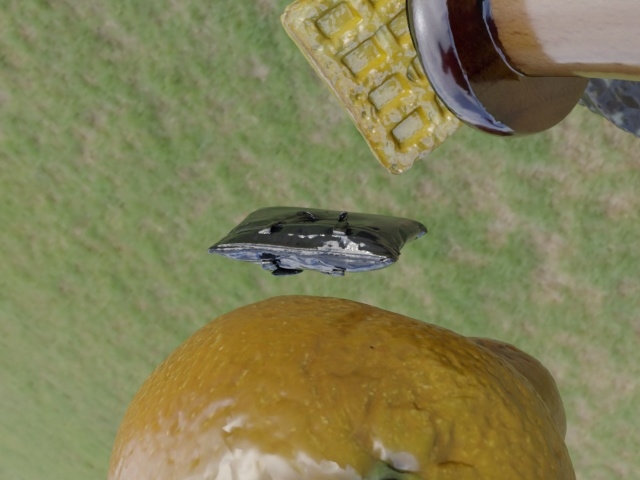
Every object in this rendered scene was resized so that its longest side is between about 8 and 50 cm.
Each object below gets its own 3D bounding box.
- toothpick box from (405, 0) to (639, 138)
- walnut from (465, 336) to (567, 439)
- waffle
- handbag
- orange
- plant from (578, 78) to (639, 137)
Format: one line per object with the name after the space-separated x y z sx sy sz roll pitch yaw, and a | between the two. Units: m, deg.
0.191 -0.160 0.678 0.294 0.192 0.192 7 144 47 | toothpick box
0.162 0.203 1.169 0.203 0.203 0.298 28 -165 17 | walnut
0.083 -0.236 1.387 0.274 0.168 0.057 53 175 -22 | waffle
0.000 0.000 1.409 0.254 0.088 0.211 3 -169 15 | handbag
0.011 0.146 0.562 0.264 0.264 0.264 29 155 15 | orange
0.362 -0.220 1.123 0.215 0.213 0.312 18 -167 3 | plant
